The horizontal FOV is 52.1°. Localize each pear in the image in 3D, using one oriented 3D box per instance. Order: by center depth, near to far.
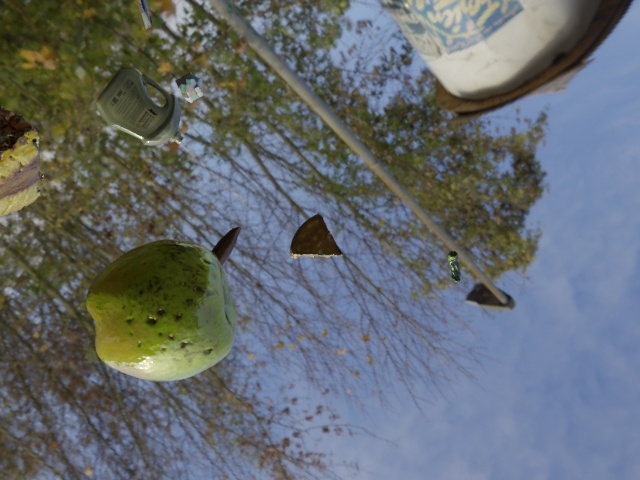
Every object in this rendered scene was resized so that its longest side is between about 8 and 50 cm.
[{"bbox_3d":[-0.407,0.186,1.672,0.391,0.391,0.391,-33,-149,23],"label":"pear"}]

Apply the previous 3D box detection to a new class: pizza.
[{"bbox_3d":[0.000,0.000,2.169,0.036,0.176,0.184,103,8,-65],"label":"pizza"}]

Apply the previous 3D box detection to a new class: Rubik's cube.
[{"bbox_3d":[-0.412,-0.486,2.086,0.084,0.075,0.073,-37,-128,17],"label":"Rubik's cube"}]

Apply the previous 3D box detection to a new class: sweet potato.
[{"bbox_3d":[-0.315,0.060,1.963,0.057,0.057,0.264,2,-128,54],"label":"sweet potato"}]

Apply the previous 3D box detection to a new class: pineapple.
[{"bbox_3d":[-0.806,-0.165,1.476,0.286,0.209,0.344,-41,175,-32],"label":"pineapple"}]

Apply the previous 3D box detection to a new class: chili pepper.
[{"bbox_3d":[0.345,0.064,1.689,0.030,0.091,0.034,-16,-155,-3],"label":"chili pepper"}]

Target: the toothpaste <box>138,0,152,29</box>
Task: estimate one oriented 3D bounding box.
[{"bbox_3d":[-0.579,-0.777,2.133,0.028,0.170,0.045,-21,-165,-39],"label":"toothpaste"}]

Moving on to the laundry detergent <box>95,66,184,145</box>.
[{"bbox_3d":[-0.502,-0.368,1.889,0.181,0.253,0.091,-54,-163,0],"label":"laundry detergent"}]
